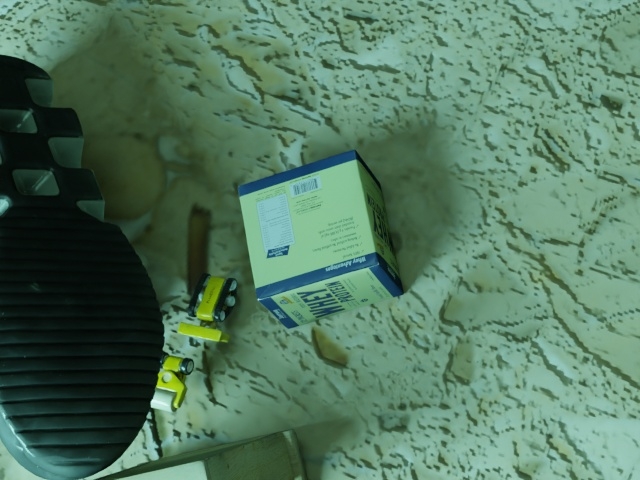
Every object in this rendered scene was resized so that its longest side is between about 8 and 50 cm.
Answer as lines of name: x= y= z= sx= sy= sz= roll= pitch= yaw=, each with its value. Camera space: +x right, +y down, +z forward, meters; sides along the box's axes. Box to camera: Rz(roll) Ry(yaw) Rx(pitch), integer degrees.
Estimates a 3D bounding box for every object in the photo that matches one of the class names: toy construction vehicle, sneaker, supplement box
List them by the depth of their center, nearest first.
supplement box: x=0.000 y=0.000 z=1.116 sx=0.083 sy=0.056 sz=0.083 roll=-17 pitch=63 yaw=13
sneaker: x=-0.193 y=0.040 z=1.131 sx=0.146 sy=0.122 sz=0.330 roll=-60 pitch=35 yaw=37
toy construction vehicle: x=-0.102 y=0.068 z=1.142 sx=0.086 sy=0.035 sz=0.098 roll=7 pitch=63 yaw=22

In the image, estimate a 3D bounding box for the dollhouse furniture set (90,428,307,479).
dollhouse furniture set: x=-0.059 y=0.246 z=1.016 sx=0.212 sy=0.161 sz=0.242 roll=-14 pitch=86 yaw=15
